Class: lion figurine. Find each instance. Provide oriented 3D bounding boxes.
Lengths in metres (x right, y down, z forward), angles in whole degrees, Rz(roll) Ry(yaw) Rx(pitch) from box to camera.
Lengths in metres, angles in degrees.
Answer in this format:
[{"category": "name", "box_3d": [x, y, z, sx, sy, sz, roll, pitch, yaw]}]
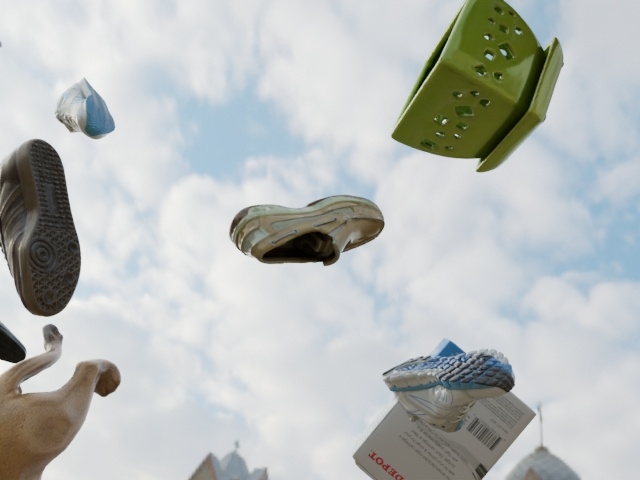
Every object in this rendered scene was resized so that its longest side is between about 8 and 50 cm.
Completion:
[{"category": "lion figurine", "box_3d": [-0.255, 0.246, 0.616, 0.142, 0.392, 0.240, -14, -15, 6]}]

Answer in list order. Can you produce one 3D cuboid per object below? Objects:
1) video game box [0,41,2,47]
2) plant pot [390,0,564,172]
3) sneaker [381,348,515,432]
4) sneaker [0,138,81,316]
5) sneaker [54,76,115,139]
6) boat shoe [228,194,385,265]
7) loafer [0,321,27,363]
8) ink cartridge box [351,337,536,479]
[{"category": "video game box", "box_3d": [-0.688, -0.456, 1.374, 0.187, 0.048, 0.205, 26, -32, 23]}, {"category": "plant pot", "box_3d": [0.283, -0.268, 1.333, 0.207, 0.228, 0.227, 27, -31, -3]}, {"category": "sneaker", "box_3d": [0.149, 0.170, 0.832, 0.191, 0.071, 0.083, -20, -86, 60]}, {"category": "sneaker", "box_3d": [-0.288, -0.007, 0.755, 0.071, 0.188, 0.066, -23, -26, 28]}, {"category": "sneaker", "box_3d": [-0.486, -0.253, 1.549, 0.092, 0.228, 0.087, -36, -55, 0]}, {"category": "boat shoe", "box_3d": [0.000, 0.000, 0.791, 0.190, 0.072, 0.068, -10, -50, -34]}, {"category": "loafer", "box_3d": [-0.621, 0.164, 1.425, 0.062, 0.061, 0.170, -39, -69, 14]}, {"category": "ink cartridge box", "box_3d": [0.159, 0.254, 1.009, 0.148, 0.203, 0.086, 41, -1, 4]}]
